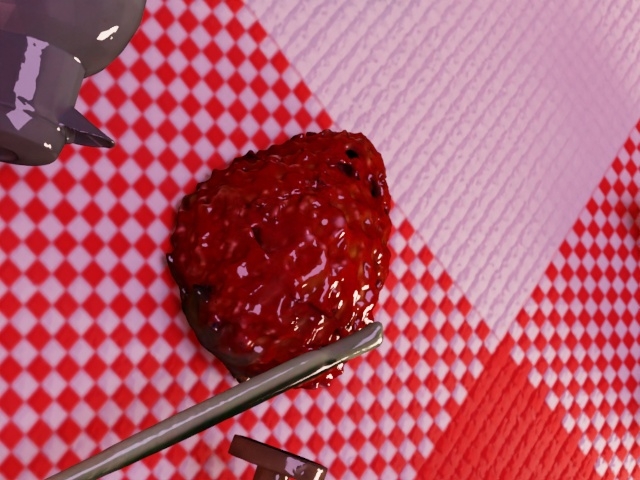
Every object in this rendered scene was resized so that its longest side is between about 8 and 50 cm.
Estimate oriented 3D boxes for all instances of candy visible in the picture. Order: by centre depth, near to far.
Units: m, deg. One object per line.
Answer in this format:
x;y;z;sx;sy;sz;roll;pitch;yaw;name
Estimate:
-0.131;0.141;0.857;0.439;0.119;0.119;-22;98;-33;candy

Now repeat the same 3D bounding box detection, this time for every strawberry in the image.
0.000;0.000;1.008;0.190;0.111;0.236;48;57;-21;strawberry

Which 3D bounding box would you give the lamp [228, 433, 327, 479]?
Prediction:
-0.060;0.250;0.915;0.121;0.121;0.215;26;80;-34;lamp

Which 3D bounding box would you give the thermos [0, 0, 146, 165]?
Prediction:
-0.194;-0.195;0.863;0.182;0.145;0.287;14;74;-4;thermos
